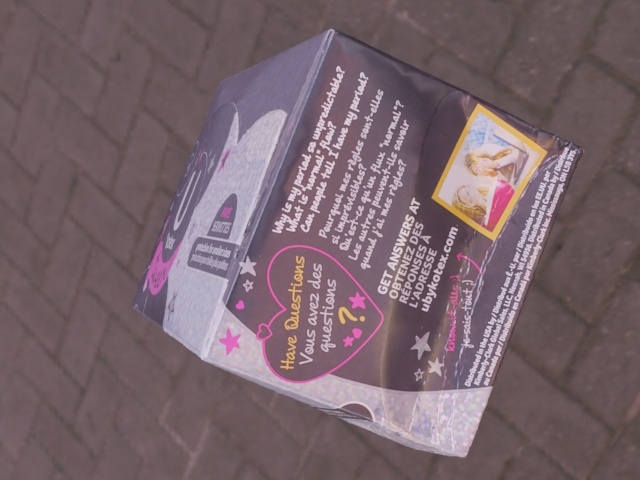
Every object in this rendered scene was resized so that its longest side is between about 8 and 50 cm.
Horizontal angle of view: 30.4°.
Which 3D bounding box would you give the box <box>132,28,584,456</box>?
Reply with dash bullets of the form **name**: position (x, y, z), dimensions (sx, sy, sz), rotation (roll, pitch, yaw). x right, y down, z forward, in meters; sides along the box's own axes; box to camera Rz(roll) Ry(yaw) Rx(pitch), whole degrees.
- **box**: position (0.000, 0.000, 0.635), dimensions (0.163, 0.142, 0.247), rotation (-68, 15, -4)
